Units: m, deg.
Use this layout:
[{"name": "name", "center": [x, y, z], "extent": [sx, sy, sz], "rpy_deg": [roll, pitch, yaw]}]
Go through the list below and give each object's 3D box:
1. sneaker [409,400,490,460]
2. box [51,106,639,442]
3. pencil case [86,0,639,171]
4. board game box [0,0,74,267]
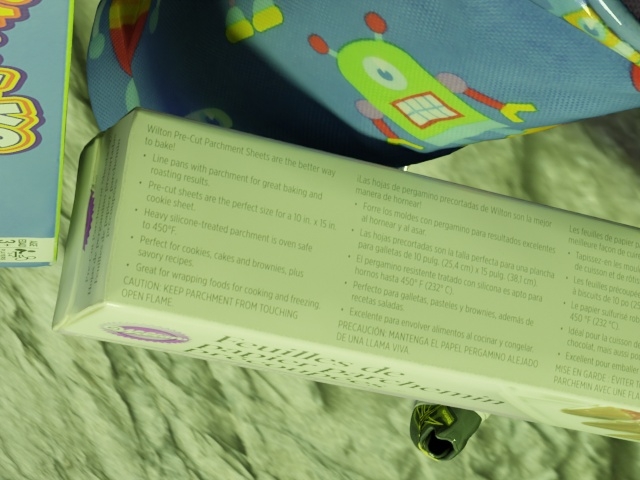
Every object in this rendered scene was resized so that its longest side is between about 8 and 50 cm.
[{"name": "sneaker", "center": [0.062, 0.102, 0.967], "extent": [0.031, 0.035, 0.083], "rpy_deg": [37, 155, 0]}, {"name": "box", "center": [0.075, 0.026, 0.613], "extent": [0.324, 0.067, 0.063], "rpy_deg": [12, 166, -21]}, {"name": "pencil case", "center": [0.032, -0.078, 0.589], "extent": [0.133, 0.119, 0.306], "rpy_deg": [40, 155, -16]}, {"name": "board game box", "center": [-0.102, -0.157, 0.464], "extent": [0.078, 0.233, 0.347], "rpy_deg": [1, 161, -9]}]
